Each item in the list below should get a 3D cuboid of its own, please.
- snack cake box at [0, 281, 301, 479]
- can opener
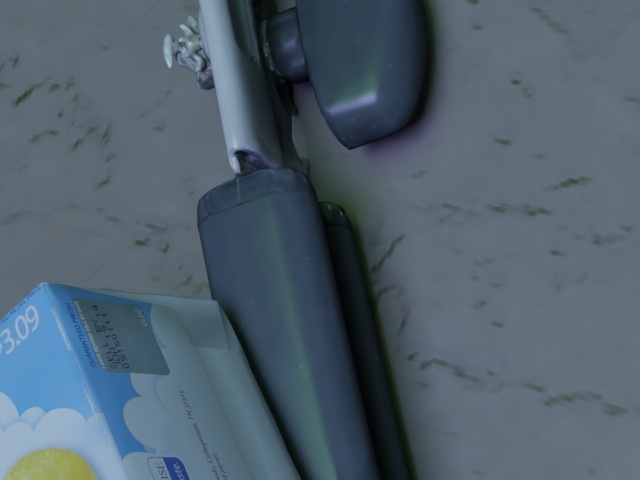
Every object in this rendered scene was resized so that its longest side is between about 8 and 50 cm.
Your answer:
[{"bbox_3d":[-0.117,0.150,0.624,0.264,0.089,0.152,-41,61,27],"label":"snack cake box"},{"bbox_3d":[0.000,0.000,0.667,0.093,0.074,0.280,-16,67,19],"label":"can opener"}]
